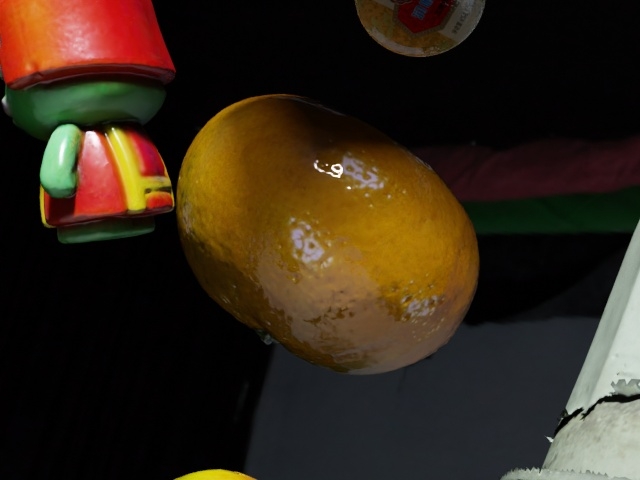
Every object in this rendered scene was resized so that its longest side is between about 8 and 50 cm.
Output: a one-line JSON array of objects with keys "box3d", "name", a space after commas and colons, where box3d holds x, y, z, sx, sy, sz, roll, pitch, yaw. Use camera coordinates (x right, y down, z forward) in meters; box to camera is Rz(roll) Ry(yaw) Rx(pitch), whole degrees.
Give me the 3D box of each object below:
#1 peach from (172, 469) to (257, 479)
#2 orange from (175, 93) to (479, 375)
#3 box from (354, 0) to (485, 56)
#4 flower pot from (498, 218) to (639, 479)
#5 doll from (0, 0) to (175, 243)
[{"box3d": [-0.148, 0.481, 1.262, 0.370, 0.370, 0.370, 11, -21, 4], "name": "peach"}, {"box3d": [0.000, 0.000, 0.739, 0.240, 0.171, 0.240, 35, -3, 2], "name": "orange"}, {"box3d": [0.079, -0.199, 0.785, 0.105, 0.037, 0.106, 3, -54, 4], "name": "box"}, {"box3d": [0.266, 0.095, 0.611, 0.290, 0.259, 0.290, 18, -19, 6], "name": "flower pot"}, {"box3d": [-0.229, -0.178, 0.949, 0.160, 0.363, 0.182, -19, -3, 22], "name": "doll"}]
